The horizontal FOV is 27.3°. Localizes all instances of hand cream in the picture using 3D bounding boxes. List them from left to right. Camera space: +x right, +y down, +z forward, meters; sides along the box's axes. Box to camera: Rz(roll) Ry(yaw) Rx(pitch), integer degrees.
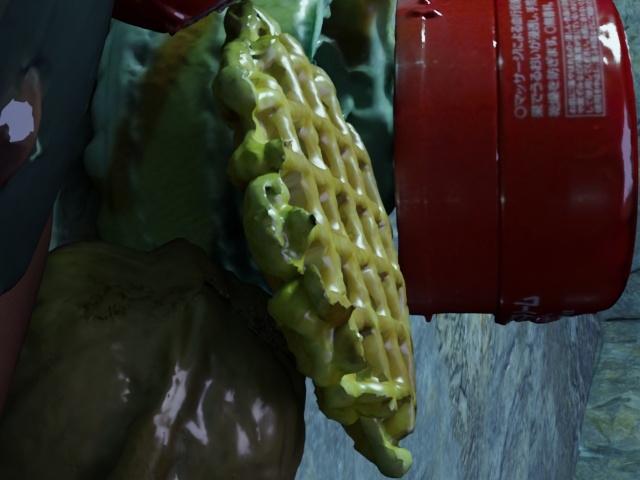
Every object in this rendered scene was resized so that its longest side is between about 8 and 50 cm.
[{"bbox_3d":[0.124,-0.059,0.883,0.230,0.149,0.230,-4,90,-85],"label":"hand cream"}]

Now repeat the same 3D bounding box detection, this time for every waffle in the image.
[{"bbox_3d":[-0.003,-0.001,0.695,0.238,0.058,0.243,-93,161,-55],"label":"waffle"}]

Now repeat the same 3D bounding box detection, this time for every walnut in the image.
[{"bbox_3d":[-0.106,0.106,0.713,0.245,0.198,0.198,-63,177,35],"label":"walnut"}]

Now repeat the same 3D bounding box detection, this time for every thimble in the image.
[{"bbox_3d":[-0.042,-0.088,0.936,0.254,0.167,0.288,47,49,-65],"label":"thimble"}]

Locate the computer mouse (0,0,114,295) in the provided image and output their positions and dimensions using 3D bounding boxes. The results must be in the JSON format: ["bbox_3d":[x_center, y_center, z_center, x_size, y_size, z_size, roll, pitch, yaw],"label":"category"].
[{"bbox_3d":[-0.130,-0.110,0.459,0.170,0.100,0.269,21,72,-66],"label":"computer mouse"}]

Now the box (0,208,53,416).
[{"bbox_3d":[-0.225,0.057,0.509,0.263,0.108,0.404,62,34,-53],"label":"box"}]

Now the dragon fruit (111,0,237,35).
[{"bbox_3d":[-0.086,-0.232,0.717,0.227,0.224,0.224,58,30,-16],"label":"dragon fruit"}]
